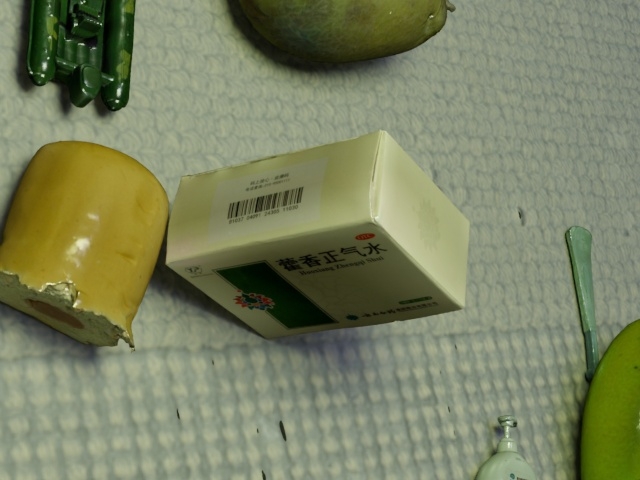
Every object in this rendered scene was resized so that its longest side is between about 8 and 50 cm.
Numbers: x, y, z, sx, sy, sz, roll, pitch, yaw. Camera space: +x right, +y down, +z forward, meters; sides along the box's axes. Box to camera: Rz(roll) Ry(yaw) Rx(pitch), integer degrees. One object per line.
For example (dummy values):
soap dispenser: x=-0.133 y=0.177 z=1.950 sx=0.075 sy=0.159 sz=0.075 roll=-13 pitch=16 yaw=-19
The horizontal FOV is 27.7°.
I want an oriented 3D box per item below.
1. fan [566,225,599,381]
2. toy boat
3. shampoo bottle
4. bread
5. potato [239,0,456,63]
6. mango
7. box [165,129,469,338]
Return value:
fan: x=0.309 y=0.073 z=1.519 sx=0.038 sy=0.016 sz=0.193 roll=16 pitch=60 yaw=-32
toy boat: x=-0.214 y=-0.213 z=1.181 sx=0.104 sy=0.052 sz=0.210 roll=17 pitch=62 yaw=-31
shampoo bottle: x=0.189 y=0.249 z=1.317 sx=0.077 sy=0.045 sz=0.151 roll=19 pitch=62 yaw=-31
bread: x=-0.193 y=-0.002 z=1.081 sx=0.134 sy=0.085 sz=0.173 roll=30 pitch=54 yaw=-27
potato: x=0.030 y=-0.267 z=1.346 sx=0.251 sy=0.159 sz=0.174 roll=6 pitch=93 yaw=-26
mango: x=0.373 y=0.193 z=1.425 sx=0.273 sy=0.149 sz=0.185 roll=-43 pitch=113 yaw=-38
box: x=0.000 y=0.000 z=1.129 sx=0.168 sy=0.212 sz=0.095 roll=43 pitch=46 yaw=-44
